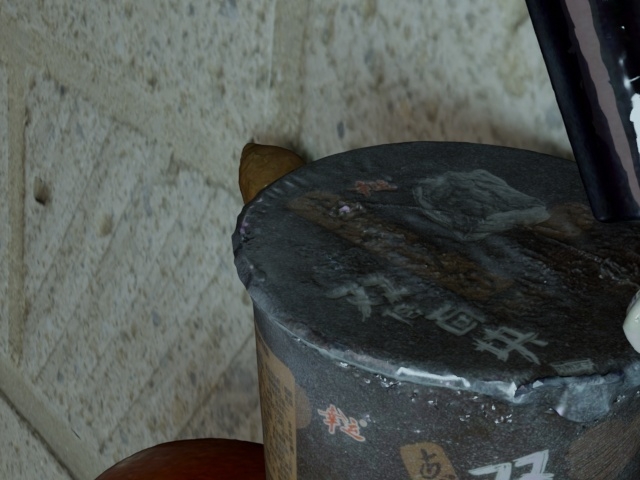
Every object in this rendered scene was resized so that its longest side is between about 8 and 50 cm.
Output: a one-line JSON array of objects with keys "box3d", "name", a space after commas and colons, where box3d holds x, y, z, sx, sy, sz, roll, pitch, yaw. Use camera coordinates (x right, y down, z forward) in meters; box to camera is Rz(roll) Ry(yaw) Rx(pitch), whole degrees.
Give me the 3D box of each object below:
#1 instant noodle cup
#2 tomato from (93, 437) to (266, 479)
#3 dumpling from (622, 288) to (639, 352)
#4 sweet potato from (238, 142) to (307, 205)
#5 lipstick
[{"box3d": [0.063, 0.088, 0.675, 0.217, 0.217, 0.207, 41, 137, 48], "name": "instant noodle cup"}, {"box3d": [-0.008, 0.237, 0.793, 0.170, 0.309, 0.309, -30, 70, 43], "name": "tomato"}, {"box3d": [0.209, 0.024, 0.499, 0.199, 0.136, 0.118, -18, 44, 39], "name": "dumpling"}, {"box3d": [-0.001, 0.003, 0.898, 0.218, 0.051, 0.065, 47, 132, 44], "name": "sweet potato"}, {"box3d": [0.096, -0.214, 0.618, 0.077, 0.077, 0.418, -12, 95, 59], "name": "lipstick"}]
